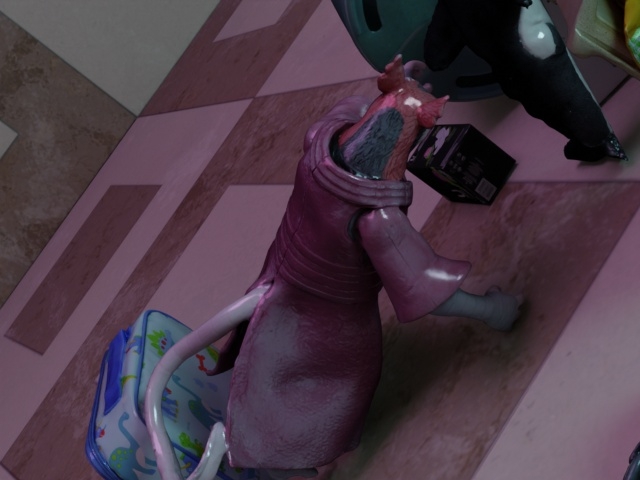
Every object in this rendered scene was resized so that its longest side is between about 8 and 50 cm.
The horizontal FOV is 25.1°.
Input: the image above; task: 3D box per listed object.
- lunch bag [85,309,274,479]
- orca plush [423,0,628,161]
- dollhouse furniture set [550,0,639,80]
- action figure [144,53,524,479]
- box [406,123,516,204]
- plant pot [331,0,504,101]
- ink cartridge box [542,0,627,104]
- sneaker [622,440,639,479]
[{"bbox_3d":[-0.130,0.170,1.340,0.090,0.176,0.219,-46,21,17],"label":"lunch bag"},{"bbox_3d":[0.132,-0.165,1.151,0.102,0.287,0.151,-29,33,13],"label":"orca plush"},{"bbox_3d":[0.269,-0.192,1.012,0.151,0.197,0.301,-56,12,22],"label":"dollhouse furniture set"},{"bbox_3d":[0.000,0.000,1.162,0.248,0.275,0.370,60,146,39],"label":"action figure"},{"bbox_3d":[0.130,-0.072,1.348,0.052,0.062,0.083,-57,21,-8],"label":"box"},{"bbox_3d":[0.125,-0.328,1.461,0.341,0.341,0.334,-45,29,20],"label":"plant pot"},{"bbox_3d":[0.240,-0.236,1.250,0.212,0.154,0.093,-45,21,17],"label":"ink cartridge box"},{"bbox_3d":[0.215,0.114,0.763,0.121,0.112,0.299,-38,23,34],"label":"sneaker"}]
